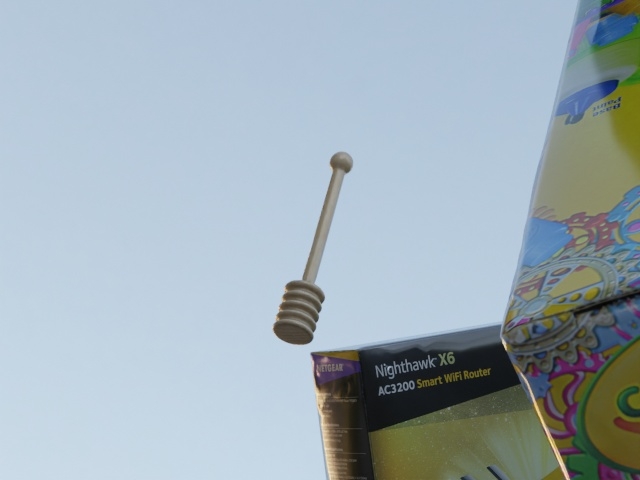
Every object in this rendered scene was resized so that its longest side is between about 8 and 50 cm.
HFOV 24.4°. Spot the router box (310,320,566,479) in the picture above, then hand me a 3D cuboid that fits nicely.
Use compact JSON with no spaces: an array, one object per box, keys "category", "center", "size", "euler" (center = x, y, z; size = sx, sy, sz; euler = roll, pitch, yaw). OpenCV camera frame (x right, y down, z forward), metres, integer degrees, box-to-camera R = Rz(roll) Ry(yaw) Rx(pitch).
[{"category":"router box","center":[0.154,0.191,1.244],"size":[0.309,0.242,0.081],"euler":[-7,-2,-31]}]

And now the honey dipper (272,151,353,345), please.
[{"category":"honey dipper","center":[0.000,0.000,1.057],"size":[0.031,0.160,0.030],"euler":[12,-32,8]}]

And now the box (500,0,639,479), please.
[{"category":"box","center":[0.227,-0.012,0.399],"size":[0.290,0.279,0.177],"euler":[-17,-68,23]}]
